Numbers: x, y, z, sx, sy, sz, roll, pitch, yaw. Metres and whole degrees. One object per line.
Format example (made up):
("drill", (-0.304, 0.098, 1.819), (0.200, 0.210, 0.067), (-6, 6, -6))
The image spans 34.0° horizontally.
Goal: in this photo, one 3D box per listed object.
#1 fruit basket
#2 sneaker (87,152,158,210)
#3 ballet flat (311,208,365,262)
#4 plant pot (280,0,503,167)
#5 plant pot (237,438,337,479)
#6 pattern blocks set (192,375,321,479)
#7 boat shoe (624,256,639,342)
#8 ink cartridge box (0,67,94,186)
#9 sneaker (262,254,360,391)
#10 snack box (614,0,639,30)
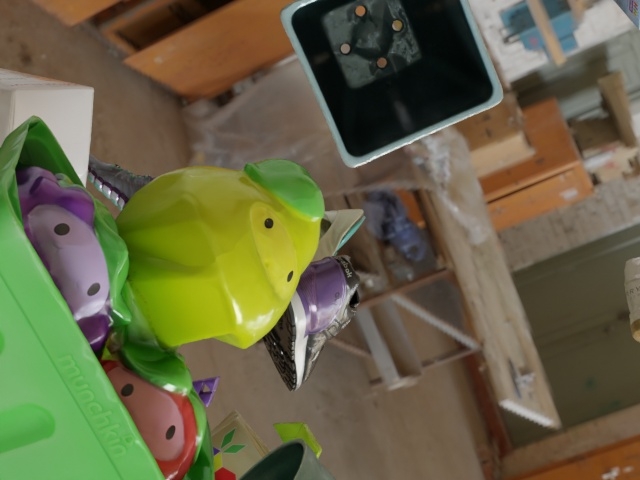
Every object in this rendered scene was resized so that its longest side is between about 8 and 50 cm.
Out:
("fruit basket", (-0.151, 0.061, 0.911), (0.392, 0.392, 0.283), (61, 3, -22))
("sneaker", (-0.348, -0.103, 1.950), (0.224, 0.098, 0.083), (44, 2, 14))
("ballet flat", (0.000, 0.000, 1.652), (0.086, 0.086, 0.248), (62, 31, -18))
("plant pot", (0.091, -0.289, 1.564), (0.252, 0.247, 0.247), (-108, 173, -73))
("plant pot", (-0.047, 0.392, 1.140), (0.196, 0.293, 0.293), (44, 19, -5))
("pattern blocks set", (-0.122, 0.352, 1.493), (0.324, 0.285, 0.026), (64, 16, 10))
("boat shoe", (0.426, 0.031, 0.987), (0.098, 0.277, 0.096), (87, -3, -68))
("ink cartridge box", (-0.471, -0.156, 1.505), (0.171, 0.233, 0.168), (-18, 119, -61))
("sneaker", (-0.003, 0.114, 1.420), (0.107, 0.124, 0.283), (61, -18, 22))
("snack box", (0.432, -0.354, 1.185), (0.070, 0.207, 0.174), (56, 4, 20))
